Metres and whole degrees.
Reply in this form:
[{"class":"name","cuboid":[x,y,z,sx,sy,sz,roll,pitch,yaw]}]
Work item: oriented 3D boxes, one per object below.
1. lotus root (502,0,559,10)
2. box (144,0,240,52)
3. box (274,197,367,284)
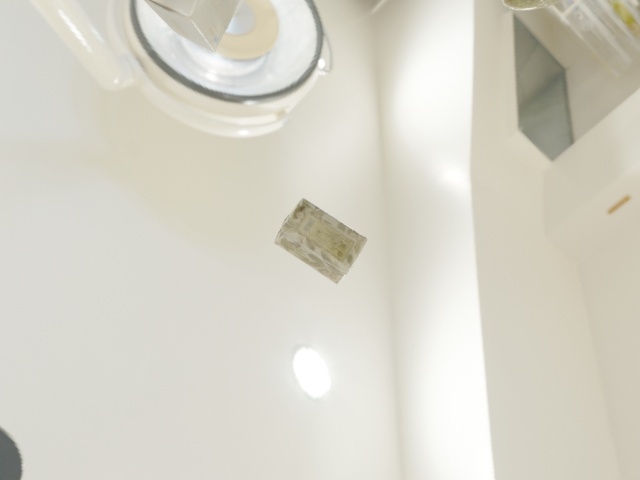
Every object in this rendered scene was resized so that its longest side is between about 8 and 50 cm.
[{"class":"lotus root","cuboid":[0.405,-0.480,1.192,0.088,0.113,0.192,-9,-169,-31]},{"class":"box","cuboid":[-0.105,-0.339,0.728,0.067,0.233,0.149,27,-178,2]},{"class":"box","cuboid":[0.000,0.000,0.786,0.098,0.045,0.062,35,-120,-1]}]
